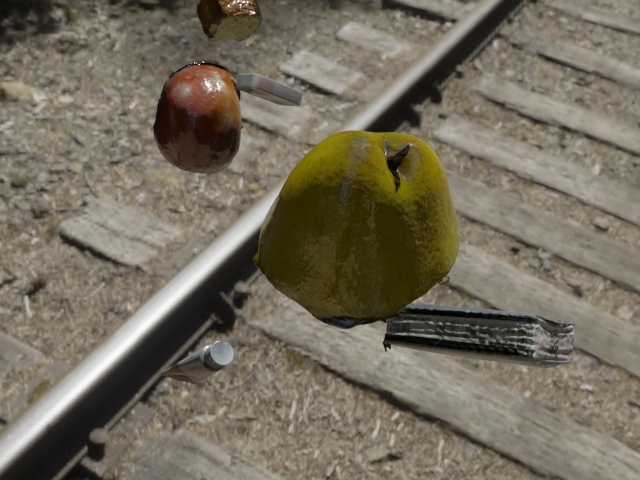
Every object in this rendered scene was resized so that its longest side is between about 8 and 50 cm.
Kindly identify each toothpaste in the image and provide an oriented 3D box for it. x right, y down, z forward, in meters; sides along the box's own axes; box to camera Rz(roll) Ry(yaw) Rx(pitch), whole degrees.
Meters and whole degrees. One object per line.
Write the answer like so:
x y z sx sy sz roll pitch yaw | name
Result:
-0.254 0.264 1.754 0.089 0.234 0.057 21 60 -24 | toothpaste

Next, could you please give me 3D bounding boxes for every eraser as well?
-0.086 -0.255 1.417 0.105 0.026 0.065 15 -3 -40 | eraser

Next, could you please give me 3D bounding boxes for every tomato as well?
-0.223 -0.220 1.634 0.181 0.214 0.155 -8 39 -23 | tomato

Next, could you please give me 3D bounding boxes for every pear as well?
0.045 -0.052 0.981 0.267 0.178 0.267 -1 47 1 | pear

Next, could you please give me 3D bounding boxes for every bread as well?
-0.137 -0.345 1.252 0.077 0.083 0.070 -12 80 -31 | bread

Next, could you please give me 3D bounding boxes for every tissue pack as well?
0.354 0.208 1.858 0.361 0.122 0.259 1 -6 37 | tissue pack
